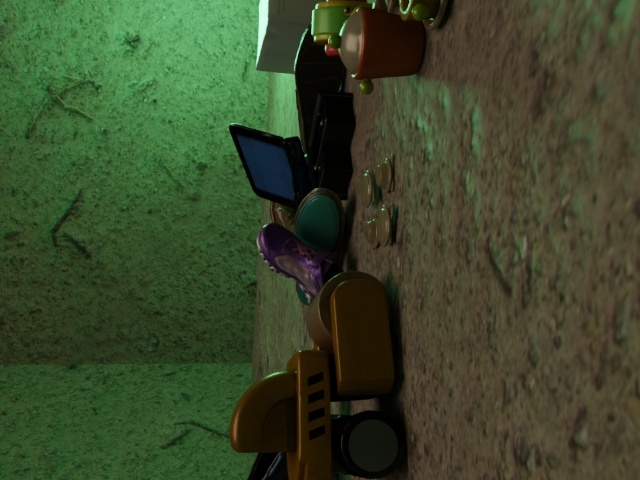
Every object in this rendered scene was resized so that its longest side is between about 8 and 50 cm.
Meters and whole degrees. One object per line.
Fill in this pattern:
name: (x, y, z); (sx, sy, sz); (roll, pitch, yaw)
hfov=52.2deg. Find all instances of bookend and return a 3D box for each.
bookend: (0.024, -0.189, 1.322); (0.156, 0.073, 0.157); (105, 163, -54)

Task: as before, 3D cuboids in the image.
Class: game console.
game console: (-0.105, -0.111, 1.571); (0.293, 0.174, 0.250); (73, -170, -56)

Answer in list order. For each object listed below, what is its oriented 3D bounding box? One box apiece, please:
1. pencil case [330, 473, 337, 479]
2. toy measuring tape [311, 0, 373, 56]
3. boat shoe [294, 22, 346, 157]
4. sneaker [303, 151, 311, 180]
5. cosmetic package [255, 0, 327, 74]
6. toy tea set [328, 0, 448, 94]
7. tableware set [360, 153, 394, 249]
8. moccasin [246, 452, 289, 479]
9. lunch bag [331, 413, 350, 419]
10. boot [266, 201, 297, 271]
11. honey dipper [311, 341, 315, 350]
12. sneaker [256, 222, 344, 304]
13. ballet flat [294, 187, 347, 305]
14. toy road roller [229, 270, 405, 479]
pencil case: (-0.015, 0.485, 1.391); (0.236, 0.105, 0.104); (-101, 15, -56)
toy measuring tape: (0.031, -0.384, 1.186); (0.330, 0.122, 0.121); (-128, 40, -75)
boat shoe: (-0.011, -0.330, 1.434); (0.104, 0.111, 0.307); (-114, 27, -66)
sneaker: (-0.021, -0.192, 1.662); (0.188, 0.067, 0.078); (117, 174, -72)
cosmetic package: (-0.082, -0.611, 1.765); (0.385, 0.156, 0.217); (146, 127, -80)
toy tea set: (0.073, -0.373, 0.895); (0.200, 0.125, 0.335); (106, 163, -56)
tableware set: (0.093, -0.056, 1.056); (0.169, 0.020, 0.140); (149, 120, -77)
moccasin: (-0.073, 0.388, 1.288); (0.138, 0.117, 0.341); (-165, 90, -72)
lunch bag: (0.036, 0.360, 1.190); (0.098, 0.067, 0.065); (-123, 35, -72)
boot: (-0.087, -0.057, 1.994); (0.115, 0.112, 0.305); (-12, 70, 49)
honey dipper: (-0.011, 0.204, 1.618); (0.030, 0.031, 0.160); (-110, 20, -65)
sneaker: (-0.020, 0.046, 1.272); (0.095, 0.236, 0.104); (-43, -4, -36)
ballet flat: (0.000, 0.000, 1.382); (0.106, 0.108, 0.315); (-58, -16, -48)
toy road roller: (-0.017, 0.219, 1.000); (0.202, 0.241, 0.329); (120, 150, -70)
